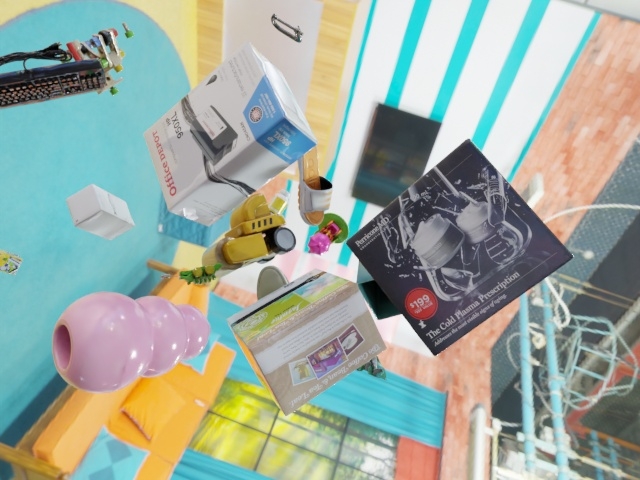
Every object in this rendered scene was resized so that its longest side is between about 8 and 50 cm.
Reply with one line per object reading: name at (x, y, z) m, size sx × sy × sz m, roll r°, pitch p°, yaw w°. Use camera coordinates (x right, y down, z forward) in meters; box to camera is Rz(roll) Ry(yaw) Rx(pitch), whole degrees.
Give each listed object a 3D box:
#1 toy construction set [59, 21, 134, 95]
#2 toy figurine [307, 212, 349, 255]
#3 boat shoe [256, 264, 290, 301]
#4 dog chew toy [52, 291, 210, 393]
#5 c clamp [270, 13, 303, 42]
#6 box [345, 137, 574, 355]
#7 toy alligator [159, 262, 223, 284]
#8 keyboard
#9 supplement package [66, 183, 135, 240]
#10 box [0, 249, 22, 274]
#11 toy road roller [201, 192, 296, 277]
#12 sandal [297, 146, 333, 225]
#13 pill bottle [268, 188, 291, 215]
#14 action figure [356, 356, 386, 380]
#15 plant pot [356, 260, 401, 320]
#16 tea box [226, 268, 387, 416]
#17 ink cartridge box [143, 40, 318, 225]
toy construction set at (-0.886, -0.698, 1.990) m, size 0.309 × 0.257 × 0.237 m, roll -77°, pitch 149°, yaw -59°
toy figurine at (0.000, 0.000, 1.805) m, size 0.173 × 0.130 × 0.159 m, roll -39°, pitch -176°, yaw 41°
boat shoe at (-0.119, 0.234, 1.684) m, size 0.113 × 0.127 × 0.340 m, roll -47°, pitch 118°, yaw -69°
dog chew toy at (-0.390, 0.210, 1.080) m, size 0.331 × 0.206 × 0.207 m, roll 1°, pitch 112°, yaw -48°
c clamp at (-0.121, -0.774, 1.788) m, size 0.022 × 0.160 × 0.137 m, roll -56°, pitch 165°, yaw -1°
box at (0.292, 0.015, 1.083) m, size 0.343 × 0.313 × 0.179 m, roll -41°, pitch 169°, yaw 16°
toy alligator at (-0.374, 0.109, 1.456) m, size 0.056 × 0.189 × 0.051 m, roll -21°, pitch -98°, yaw 58°
keyboard at (-0.654, -0.361, 1.113) m, size 0.033 × 0.317 × 0.201 m, roll 67°, pitch -20°, yaw 10°
supplement package at (-0.706, -0.088, 1.594) m, size 0.105 × 0.105 × 0.179 m, roll -29°, pitch 161°, yaw 5°
box at (-1.038, 0.052, 1.549) m, size 0.169 × 0.054 × 0.059 m, roll 29°, pitch 84°, yaw -50°
toy road roller at (-0.272, -0.025, 1.758) m, size 0.329 × 0.241 × 0.202 m, roll -17°, pitch 175°, yaw -38°
sandal at (-0.011, -0.157, 1.374) m, size 0.102 × 0.076 × 0.265 m, roll -34°, pitch 127°, yaw -44°
pill bottle at (-0.168, -0.146, 1.972) m, size 0.116 × 0.065 × 0.065 m, roll -57°, pitch 173°, yaw -8°
action figure at (0.166, 0.360, 1.695) m, size 0.063 × 0.137 × 0.232 m, roll -49°, pitch -160°, yaw 23°
plant pot at (0.213, 0.079, 1.462) m, size 0.166 × 0.165 × 0.234 m, roll 58°, pitch 24°, yaw -33°
tea box at (-0.050, 0.264, 1.400) m, size 0.329 × 0.220 × 0.323 m, roll -30°, pitch -165°, yaw -17°
ink cartridge box at (-0.247, -0.268, 1.300) m, size 0.394 × 0.286 × 0.166 m, roll -35°, pitch 152°, yaw 18°
